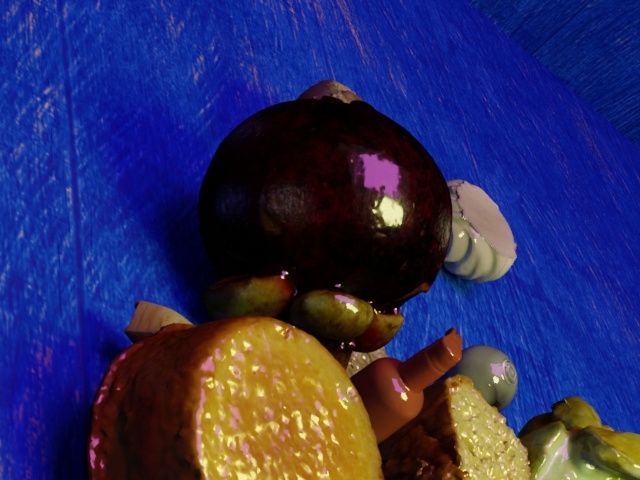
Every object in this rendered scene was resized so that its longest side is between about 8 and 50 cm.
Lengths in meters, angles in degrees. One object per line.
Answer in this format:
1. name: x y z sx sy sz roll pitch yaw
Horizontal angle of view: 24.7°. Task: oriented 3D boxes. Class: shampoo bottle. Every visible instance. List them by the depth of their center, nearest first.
1. shampoo bottle: 0.057 0.183 1.620 0.085 0.244 0.085 43 23 -23

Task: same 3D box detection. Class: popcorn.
1. popcorn: 0.320 0.332 1.908 0.276 0.225 0.276 13 10 -2

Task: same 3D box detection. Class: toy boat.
1. toy boat: -0.135 0.145 1.540 0.200 0.077 0.057 45 37 -22

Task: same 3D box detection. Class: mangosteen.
1. mangosteen: 0.000 0.000 1.749 0.307 0.307 0.347 27 64 -43

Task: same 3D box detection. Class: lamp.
1. lamp: 0.230 0.200 2.082 0.105 0.105 0.105 40 26 -24

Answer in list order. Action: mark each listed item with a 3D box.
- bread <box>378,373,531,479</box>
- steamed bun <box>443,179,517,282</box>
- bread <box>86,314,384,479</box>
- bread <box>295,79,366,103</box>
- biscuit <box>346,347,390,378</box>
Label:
1. bread: 0.137 0.318 1.660 0.194 0.179 0.340 42 23 -25
2. steamed bun: 0.234 -0.011 2.388 0.183 0.106 0.183 36 30 -25
3. bread: -0.079 0.209 1.388 0.312 0.172 0.312 31 47 -39
4. bread: 0.041 -0.084 2.050 0.305 0.159 0.305 59 9 -16
5. biscuit: 0.056 0.184 1.882 0.220 0.033 0.220 42 25 -25
